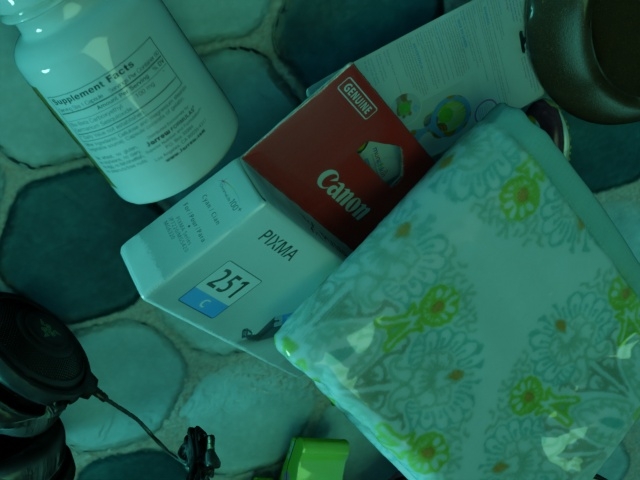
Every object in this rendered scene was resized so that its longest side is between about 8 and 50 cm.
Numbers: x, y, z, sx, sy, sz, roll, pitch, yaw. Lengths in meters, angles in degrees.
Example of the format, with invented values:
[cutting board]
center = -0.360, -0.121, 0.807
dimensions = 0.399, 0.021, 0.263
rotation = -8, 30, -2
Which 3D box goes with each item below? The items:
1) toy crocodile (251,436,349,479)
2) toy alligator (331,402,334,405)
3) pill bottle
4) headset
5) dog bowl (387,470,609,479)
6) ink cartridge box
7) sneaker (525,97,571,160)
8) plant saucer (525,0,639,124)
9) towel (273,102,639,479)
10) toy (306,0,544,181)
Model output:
[toy crocodile]
center = -0.044, 0.377, 1.202
dimensions = 0.115, 0.105, 0.340
rotation = 12, 112, -25
[toy alligator]
center = 0.055, 0.117, 1.126
dimensions = 0.056, 0.051, 0.189
rotation = 12, 113, -25
[pill bottle]
center = -0.179, -0.153, 0.848
dimensions = 0.131, 0.131, 0.229
rotation = -33, 123, 0
[headset]
center = -0.294, 0.183, 0.960
dimensions = 0.394, 0.185, 0.243
rotation = 10, 115, -12
[dog bowl]
center = 0.187, 0.423, 1.242
dimensions = 0.408, 0.150, 0.408
rotation = -14, 118, -28
[ink cartridge box]
center = 0.000, 0.000, 0.958
dimensions = 0.261, 0.066, 0.296
rotation = -38, 148, 9
[sneaker]
center = 0.201, -0.061, 1.065
dimensions = 0.084, 0.069, 0.185
rotation = -3, 122, -22
[plant saucer]
center = 0.346, -0.253, 1.005
dimensions = 0.311, 0.050, 0.310
rotation = -14, 124, -21
[towel]
center = 0.180, 0.103, 0.999
dimensions = 0.320, 0.090, 0.374
rotation = -48, 115, -11
[toy]
center = 0.099, -0.153, 0.988
dimensions = 0.237, 0.056, 0.137
rotation = -31, 128, -12
